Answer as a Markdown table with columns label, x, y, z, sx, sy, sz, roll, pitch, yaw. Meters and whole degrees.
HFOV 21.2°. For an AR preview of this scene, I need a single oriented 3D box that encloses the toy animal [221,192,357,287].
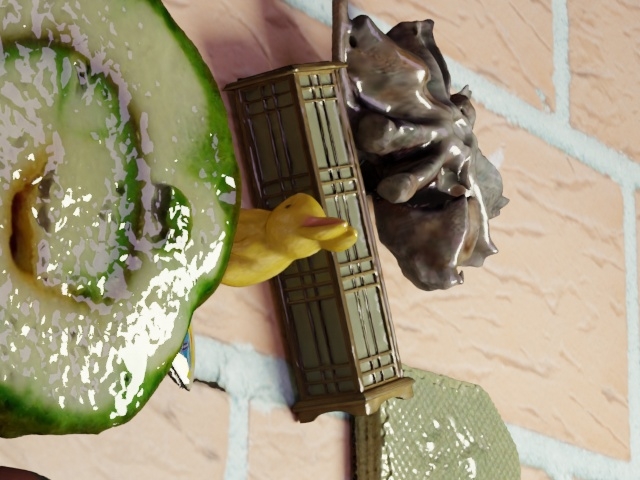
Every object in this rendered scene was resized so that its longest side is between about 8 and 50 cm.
| label | x | y | z | sx | sy | sz | roll | pitch | yaw |
| --- | --- | --- | --- | --- | --- | --- | --- | --- | --- |
| toy animal | -0.028 | -0.004 | 1.494 | 0.083 | 0.159 | 0.070 | 9 | 72 | -46 |

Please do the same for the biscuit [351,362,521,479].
| label | x | y | z | sx | sy | sz | roll | pitch | yaw |
| --- | --- | --- | --- | --- | --- | --- | --- | --- | --- |
| biscuit | 0.124 | 0.212 | 1.721 | 0.252 | 0.052 | 0.150 | 21 | 63 | -49 |

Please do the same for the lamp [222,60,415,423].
| label | x | y | z | sx | sy | sz | roll | pitch | yaw |
| --- | --- | --- | --- | --- | --- | --- | --- | --- | --- |
| lamp | 0.000 | 0.000 | 1.589 | 0.090 | 0.089 | 0.325 | -12 | 90 | -54 |

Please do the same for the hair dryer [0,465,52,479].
| label | x | y | z | sx | sy | sz | roll | pitch | yaw |
| --- | --- | --- | --- | --- | --- | --- | --- | --- | --- |
| hair dryer | -0.282 | 0.335 | 1.141 | 0.313 | 0.123 | 0.340 | -19 | 107 | -42 |

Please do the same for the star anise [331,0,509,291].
| label | x | y | z | sx | sy | sz | roll | pitch | yaw |
| --- | --- | --- | --- | --- | --- | --- | --- | --- | --- |
| star anise | 0.083 | -0.107 | 1.709 | 0.316 | 0.139 | 0.359 | 45 | 35 | -53 |

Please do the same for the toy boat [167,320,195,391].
| label | x | y | z | sx | sy | sz | roll | pitch | yaw |
| --- | --- | --- | --- | --- | --- | --- | --- | --- | --- |
| toy boat | -0.141 | 0.027 | 1.416 | 0.084 | 0.066 | 0.210 | -27 | 103 | -51 |

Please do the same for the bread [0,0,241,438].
| label | x | y | z | sx | sy | sz | roll | pitch | yaw |
| --- | --- | --- | --- | --- | --- | --- | --- | --- | --- |
| bread | -0.233 | -0.043 | 1.218 | 0.382 | 0.129 | 0.366 | 5 | 83 | -41 |
